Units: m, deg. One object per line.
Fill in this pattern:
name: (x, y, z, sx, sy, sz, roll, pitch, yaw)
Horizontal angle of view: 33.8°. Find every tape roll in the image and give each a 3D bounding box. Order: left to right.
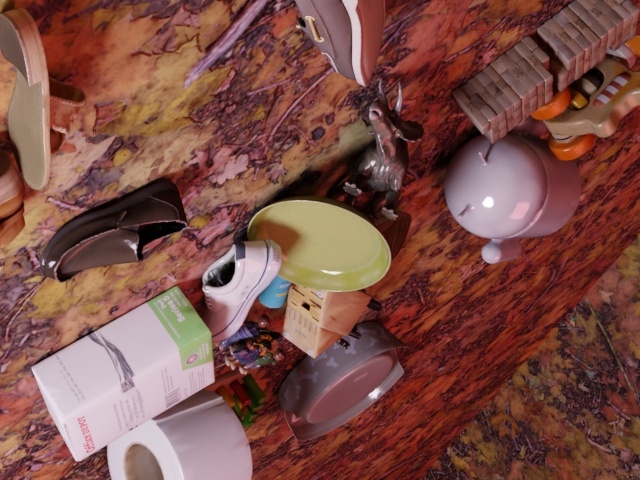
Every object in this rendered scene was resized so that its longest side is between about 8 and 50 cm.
tape roll: (-0.272, 0.424, 2.027, 0.169, 0.246, 0.246, -14, 147, -44)

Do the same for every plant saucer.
plant saucer: (0.000, 0.000, 1.737, 0.241, 0.241, 0.037, 106, -2, -54)

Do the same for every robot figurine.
robot figurine: (0.370, -0.104, 2.029, 0.353, 0.200, 0.300, -3, 100, -54)

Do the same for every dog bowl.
dog bowl: (0.051, 0.326, 2.488, 0.349, 0.102, 0.349, -32, 156, -16)

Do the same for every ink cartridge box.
ink cartridge box: (-0.320, 0.223, 1.748, 0.273, 0.115, 0.198, -29, 155, -20)

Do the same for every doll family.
doll family: (-0.126, 0.199, 2.031, 0.111, 0.076, 0.193, -21, 164, 9)

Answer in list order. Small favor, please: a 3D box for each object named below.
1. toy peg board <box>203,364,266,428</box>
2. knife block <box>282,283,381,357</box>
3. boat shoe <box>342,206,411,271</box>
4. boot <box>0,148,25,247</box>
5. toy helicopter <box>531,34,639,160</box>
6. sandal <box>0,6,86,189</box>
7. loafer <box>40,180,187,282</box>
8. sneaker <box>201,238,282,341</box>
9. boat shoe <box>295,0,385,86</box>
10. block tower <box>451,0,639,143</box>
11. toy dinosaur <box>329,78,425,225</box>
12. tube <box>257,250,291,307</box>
toy peg board: (-0.196, 0.350, 2.207, 0.160, 0.079, 0.161, -20, 151, -36)
knife block: (0.040, 0.107, 2.074, 0.242, 0.088, 0.276, -36, 148, -38)
boat shoe: (0.082, -0.012, 1.939, 0.285, 0.089, 0.104, -13, 122, -61)
boot: (-0.429, -0.015, 1.216, 0.197, 0.073, 0.152, -26, 158, -20)
toy helicopter: (0.554, -0.280, 1.875, 0.140, 0.355, 0.235, 50, 54, -35)
sandal: (-0.289, -0.154, 1.142, 0.079, 0.088, 0.240, -28, 149, -28)
loafer: (-0.277, -0.003, 1.440, 0.220, 0.078, 0.080, -32, 156, -14)
sneaker: (-0.159, 0.078, 1.776, 0.091, 0.094, 0.258, 13, 134, -26)
boat shoe: (0.017, -0.296, 1.304, 0.324, 0.096, 0.116, 64, 38, -70)
block tower: (0.389, -0.305, 1.825, 0.335, 0.091, 0.097, -36, 156, -3)
toy dinosaur: (0.096, -0.113, 1.714, 0.160, 0.121, 0.313, -62, 177, -19)
tube: (-0.061, 0.032, 1.864, 0.080, 0.052, 0.207, -33, 154, -44)
